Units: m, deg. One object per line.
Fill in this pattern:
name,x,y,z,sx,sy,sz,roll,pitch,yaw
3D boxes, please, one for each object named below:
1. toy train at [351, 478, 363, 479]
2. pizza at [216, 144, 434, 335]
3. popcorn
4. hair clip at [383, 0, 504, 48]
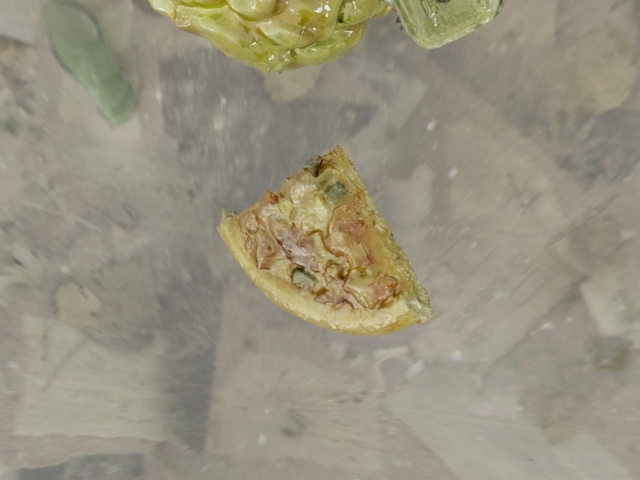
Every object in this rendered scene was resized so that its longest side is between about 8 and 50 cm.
toy train,0.060,0.330,1.769,0.081,0.050,0.122,17,64,-3
pizza,0.000,0.000,1.610,0.292,0.058,0.197,27,122,31
popcorn,-0.044,-0.327,1.708,0.335,0.279,0.274,30,103,-16
hair clip,0.082,-0.354,1.580,0.138,0.091,0.321,-27,116,-14
